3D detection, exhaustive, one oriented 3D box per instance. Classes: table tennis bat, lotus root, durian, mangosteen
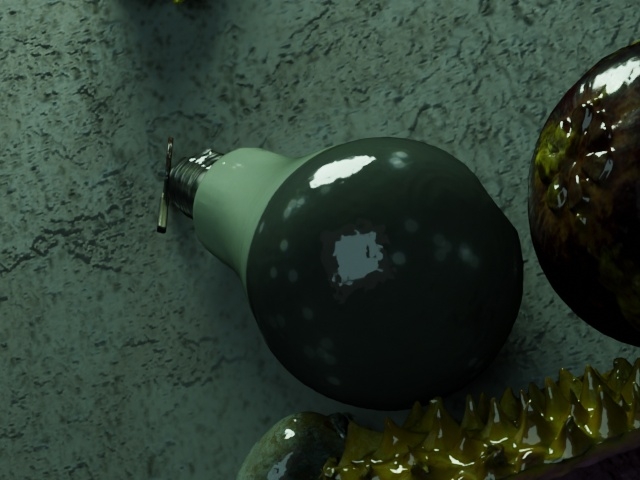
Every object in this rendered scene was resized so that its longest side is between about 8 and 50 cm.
[{"bbox_3d":[-0.119,-0.042,1.233,0.007,0.050,0.083,6,56,-6],"label":"table tennis bat"},{"bbox_3d":[-0.027,0.186,1.099,0.088,0.088,0.165,32,92,31],"label":"lotus root"},{"bbox_3d":[0.105,0.141,0.997,0.341,0.191,0.112,-29,49,19],"label":"durian"},{"bbox_3d":[0.238,-0.023,0.977,0.192,0.217,0.192,-39,45,54],"label":"mangosteen"}]

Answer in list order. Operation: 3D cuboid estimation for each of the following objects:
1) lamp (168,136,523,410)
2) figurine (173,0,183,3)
[{"bbox_3d":[0.016,0.009,1.114,0.182,0.182,0.314,-62,26,-1],"label":"lamp"},{"bbox_3d":[-0.126,-0.283,1.296,0.129,0.109,0.178,26,88,5],"label":"figurine"}]
